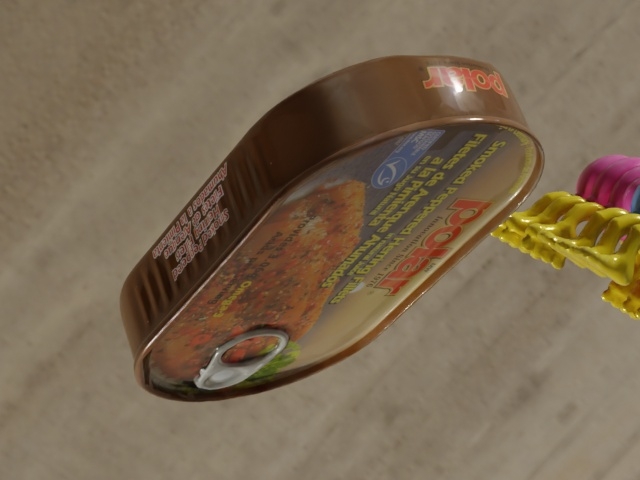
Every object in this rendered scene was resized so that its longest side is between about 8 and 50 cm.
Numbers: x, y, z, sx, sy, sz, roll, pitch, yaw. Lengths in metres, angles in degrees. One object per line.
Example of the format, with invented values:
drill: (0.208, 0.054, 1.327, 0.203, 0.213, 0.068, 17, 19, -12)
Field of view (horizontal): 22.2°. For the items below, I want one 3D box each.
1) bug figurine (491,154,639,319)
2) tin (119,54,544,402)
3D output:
bug figurine: (0.196, 0.028, 0.651, 0.072, 0.279, 0.216, -61, -156, 0)
tin: (0.000, 0.000, 0.577, 0.190, 0.106, 0.040, -46, -129, 42)
